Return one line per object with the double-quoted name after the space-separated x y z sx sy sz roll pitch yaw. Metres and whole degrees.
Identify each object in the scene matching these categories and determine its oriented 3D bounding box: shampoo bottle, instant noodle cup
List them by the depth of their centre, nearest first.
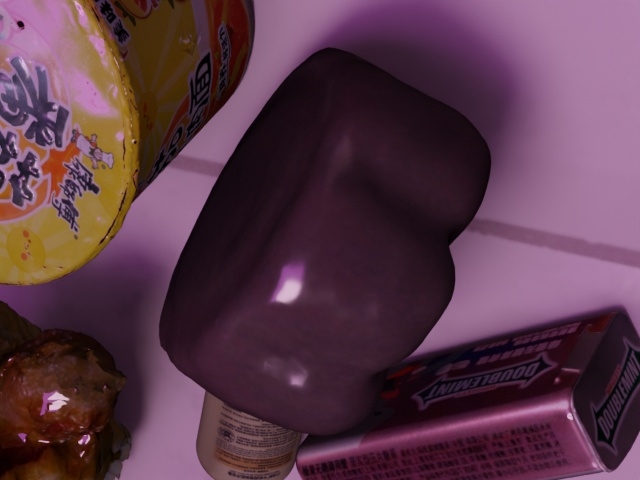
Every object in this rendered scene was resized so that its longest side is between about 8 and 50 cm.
-0.175 -0.128 0.970 0.264 0.200 0.264 14 121 24 "instant noodle cup"
-0.051 0.137 1.116 0.079 0.079 0.162 24 125 17 "shampoo bottle"

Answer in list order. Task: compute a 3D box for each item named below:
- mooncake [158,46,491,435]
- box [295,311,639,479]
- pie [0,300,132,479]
0.000 0.000 0.920 0.133 0.245 0.245 27 129 -11 "mooncake"
0.101 0.120 0.994 0.224 0.120 0.069 -17 109 34 "box"
-0.331 0.233 1.101 0.180 0.418 0.395 45 163 8 "pie"
